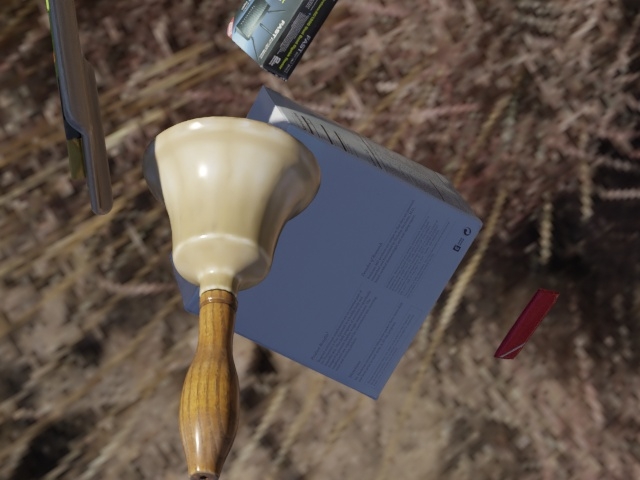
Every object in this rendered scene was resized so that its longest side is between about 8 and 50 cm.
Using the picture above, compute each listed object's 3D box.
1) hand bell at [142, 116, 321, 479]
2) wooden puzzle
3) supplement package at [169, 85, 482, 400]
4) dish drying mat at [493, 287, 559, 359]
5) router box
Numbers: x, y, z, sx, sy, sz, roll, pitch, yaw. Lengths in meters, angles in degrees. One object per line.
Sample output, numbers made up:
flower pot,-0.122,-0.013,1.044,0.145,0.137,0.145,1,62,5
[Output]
hand bell,-0.069,0.051,1.245,0.126,0.242,0.126,3,146,2
wooden puzzle,-0.285,-0.170,2.160,0.238,0.044,0.221,87,173,-66
supplement package,0.000,0.000,1.706,0.203,0.149,0.194,27,102,-18
dish drying mat,0.199,0.082,1.808,0.083,0.032,0.008,-57,47,22
router box,-0.034,-0.231,1.853,0.122,0.038,0.092,-58,39,11
